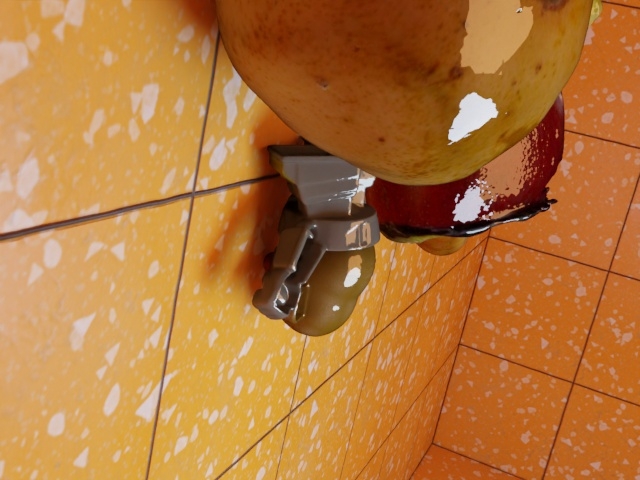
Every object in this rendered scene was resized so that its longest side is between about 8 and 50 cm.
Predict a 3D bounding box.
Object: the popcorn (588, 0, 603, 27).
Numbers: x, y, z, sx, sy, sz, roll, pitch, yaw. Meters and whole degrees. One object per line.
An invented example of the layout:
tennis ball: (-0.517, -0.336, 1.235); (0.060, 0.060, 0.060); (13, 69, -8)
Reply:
popcorn: (0.468, -0.486, 1.806); (0.312, 0.312, 0.312); (18, 90, -71)

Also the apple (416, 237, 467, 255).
apple: (0.293, -0.086, 1.862); (0.235, 0.173, 0.210); (-61, 164, -6)

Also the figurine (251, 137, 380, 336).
figurine: (0.001, 0.001, 1.130); (0.342, 0.167, 0.285); (-17, 116, -43)

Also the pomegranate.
pomegranate: (0.077, -0.261, 0.829); (0.416, 0.416, 0.417); (18, 90, -71)

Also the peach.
peach: (0.244, -0.165, 1.432); (0.353, 0.339, 0.417); (33, 72, -31)
